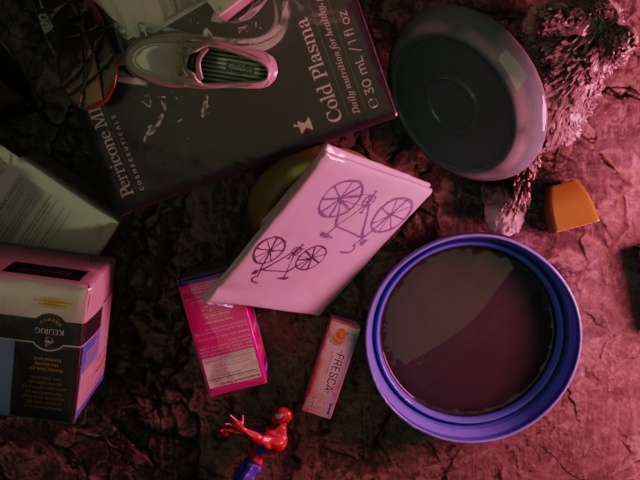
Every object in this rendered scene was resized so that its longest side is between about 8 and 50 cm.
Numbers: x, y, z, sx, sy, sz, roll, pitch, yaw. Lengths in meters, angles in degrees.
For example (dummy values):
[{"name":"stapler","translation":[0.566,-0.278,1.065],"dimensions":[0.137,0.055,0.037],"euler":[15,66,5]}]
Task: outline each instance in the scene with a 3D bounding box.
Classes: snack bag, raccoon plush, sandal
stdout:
[{"name":"snack bag","translation":[0.000,0.000,1.674],"dimensions":[0.342,0.323,0.037],"euler":[-50,57,20]},{"name":"raccoon plush","translation":[0.397,-0.208,1.630],"dimensions":[0.216,0.299,0.446],"euler":[0,100,0]},{"name":"sandal","translation":[-0.354,-0.297,1.452],"dimensions":[0.090,0.060,0.219],"euler":[-23,85,1]}]

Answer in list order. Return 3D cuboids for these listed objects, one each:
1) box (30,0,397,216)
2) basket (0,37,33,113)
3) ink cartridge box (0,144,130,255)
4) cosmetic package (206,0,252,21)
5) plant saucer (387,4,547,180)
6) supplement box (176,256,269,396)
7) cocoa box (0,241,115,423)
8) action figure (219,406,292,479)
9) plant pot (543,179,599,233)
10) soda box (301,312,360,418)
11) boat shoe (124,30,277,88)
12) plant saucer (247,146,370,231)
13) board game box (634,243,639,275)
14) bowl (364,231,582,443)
[{"name":"box","translation":[-0.175,-0.351,1.613],"dimensions":[0.472,0.297,0.479],"euler":[-20,99,5]},{"name":"basket","translation":[-0.647,-0.261,1.700],"dimensions":[0.227,0.154,0.204],"euler":[-35,96,9]},{"name":"ink cartridge box","translation":[-0.539,0.005,1.750],"dimensions":[0.272,0.130,0.309],"euler":[36,97,-6]},{"name":"cosmetic package","translation":[-0.065,-0.410,1.404],"dimensions":[0.239,0.099,0.060],"euler":[-38,98,4]},{"name":"plant saucer","translation":[0.228,-0.232,1.641],"dimensions":[0.044,0.318,0.317],"euler":[-37,100,-34]},{"name":"supplement box","translation":[-0.173,0.154,1.786],"dimensions":[0.114,0.111,0.220],"euler":[-13,100,1]},{"name":"cocoa box","translation":[-0.528,0.134,1.588],"dimensions":[0.347,0.231,0.227],"euler":[8,100,-2]},{"name":"action figure","translation":[-0.162,0.408,1.838],"dimensions":[0.139,0.091,0.280],"euler":[34,98,-14]},{"name":"plant pot","translation":[0.441,-0.063,1.769],"dimensions":[0.081,0.081,0.083],"euler":[-15,88,3]},{"name":"soda box","translation":[0.019,0.232,1.824],"dimensions":[0.058,0.063,0.183],"euler":[18,100,-3]},{"name":"boat shoe","translation":[-0.176,-0.263,1.439],"dimensions":[0.226,0.076,0.083],"euler":[1,101,0]},{"name":"plant saucer","translation":[-0.005,-0.060,1.715],"dimensions":[0.241,0.037,0.241],"euler":[-9,139,-8]},{"name":"board game box","translation":[0.663,0.076,1.806],"dimensions":[0.141,0.048,0.170],"euler":[-13,99,0]},{"name":"bowl","translation":[0.274,0.174,1.808],"dimensions":[0.391,0.077,0.391],"euler":[0,99,0]}]
